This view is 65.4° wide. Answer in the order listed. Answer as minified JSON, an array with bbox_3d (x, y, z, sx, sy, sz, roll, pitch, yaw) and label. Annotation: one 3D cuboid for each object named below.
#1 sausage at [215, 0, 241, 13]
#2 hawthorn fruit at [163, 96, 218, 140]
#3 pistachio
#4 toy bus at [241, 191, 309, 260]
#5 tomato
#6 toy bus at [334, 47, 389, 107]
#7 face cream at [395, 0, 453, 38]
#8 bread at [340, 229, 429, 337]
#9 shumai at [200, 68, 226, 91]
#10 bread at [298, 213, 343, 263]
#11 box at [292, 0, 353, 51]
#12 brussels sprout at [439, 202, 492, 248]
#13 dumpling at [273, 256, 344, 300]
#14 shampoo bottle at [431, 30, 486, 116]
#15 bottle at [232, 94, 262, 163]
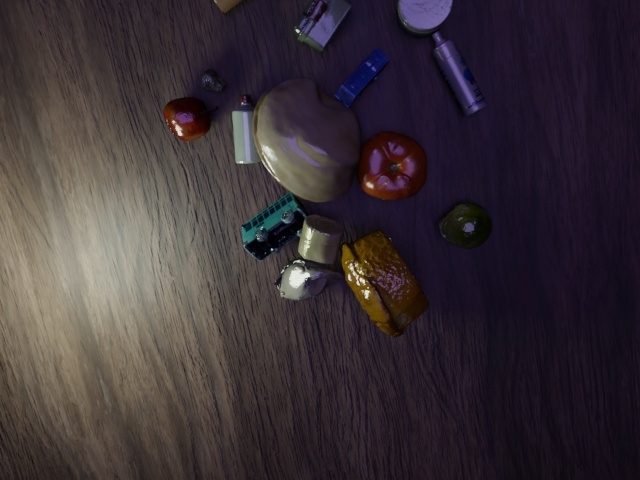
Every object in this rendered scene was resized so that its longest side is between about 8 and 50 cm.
[{"bbox_3d":[-0.274,-0.906,1.717,0.253,0.123,0.123,-33,98,9],"label":"sausage"},{"bbox_3d":[-0.464,-0.451,1.818,0.194,0.157,0.157,-22,100,-10],"label":"hawthorn fruit"},{"bbox_3d":[-0.035,-0.348,1.738,0.365,0.281,0.445,-34,101,-15],"label":"pistachio"},{"bbox_3d":[-0.168,-0.053,1.872,0.256,0.147,0.128,-33,135,10],"label":"toy bus"},{"bbox_3d":[0.256,-0.266,1.787,0.259,0.180,0.260,0,101,1],"label":"tomato"},{"bbox_3d":[0.150,-0.565,1.730,0.079,0.094,0.236,43,70,-11],"label":"toy bus"},{"bbox_3d":[0.348,-0.787,1.686,0.177,0.153,0.177,1,100,4],"label":"face cream"},{"bbox_3d":[0.220,0.151,1.792,0.215,0.398,0.398,-33,98,3],"label":"bread"},{"bbox_3d":[-0.383,-0.575,1.813,0.080,0.083,0.082,19,142,19],"label":"shumai"},{"bbox_3d":[0.000,0.000,1.794,0.148,0.134,0.141,23,122,17],"label":"bread"},{"bbox_3d":[0.005,-0.766,1.719,0.129,0.148,0.210,32,102,-15],"label":"box"},{"bbox_3d":[0.535,-0.048,1.835,0.180,0.144,0.161,-24,121,31],"label":"brussels sprout"},{"bbox_3d":[-0.045,0.133,1.872,0.204,0.293,0.163,-27,87,-36],"label":"dumpling"},{"bbox_3d":[0.475,-0.590,1.750,0.092,0.092,0.303,-29,98,9],"label":"shampoo bottle"},{"bbox_3d":[-0.269,-0.408,1.830,0.104,0.104,0.245,-2,102,4],"label":"bottle"}]
